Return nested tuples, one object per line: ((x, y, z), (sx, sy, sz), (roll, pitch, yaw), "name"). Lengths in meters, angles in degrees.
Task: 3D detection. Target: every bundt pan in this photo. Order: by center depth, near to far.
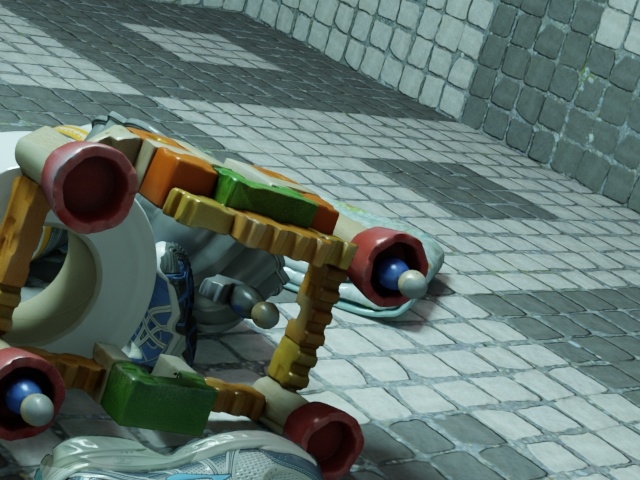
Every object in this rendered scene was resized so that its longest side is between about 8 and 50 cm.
((-0.205, -0.003, 1.710), (0.331, 0.124, 0.331), (35, -20, 15), "bundt pan")

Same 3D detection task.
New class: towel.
((0.000, 0.000, 2.151), (0.374, 0.090, 0.320), (20, 19, 10), "towel")

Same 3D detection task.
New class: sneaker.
((-0.122, 0.259, 1.272), (0.283, 0.110, 0.122), (0, 35, -24), "sneaker")
((-0.190, 0.085, 1.575), (0.081, 0.211, 0.080), (6, 43, 2), "sneaker")

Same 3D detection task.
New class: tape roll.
((-0.323, 0.028, 1.452), (0.286, 0.286, 0.100), (4, 21, -34), "tape roll")

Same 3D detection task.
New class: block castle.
((-0.119, 0.073, 1.387), (0.453, 0.303, 0.213), (15, 9, -35), "block castle")

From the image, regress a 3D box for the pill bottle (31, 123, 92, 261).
((-0.375, -0.071, 1.864), (0.162, 0.162, 0.278), (23, 26, 19), "pill bottle")

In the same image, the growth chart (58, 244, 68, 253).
((-0.341, -0.006, 1.978), (0.237, 0.021, 0.172), (18, 19, 6), "growth chart")
